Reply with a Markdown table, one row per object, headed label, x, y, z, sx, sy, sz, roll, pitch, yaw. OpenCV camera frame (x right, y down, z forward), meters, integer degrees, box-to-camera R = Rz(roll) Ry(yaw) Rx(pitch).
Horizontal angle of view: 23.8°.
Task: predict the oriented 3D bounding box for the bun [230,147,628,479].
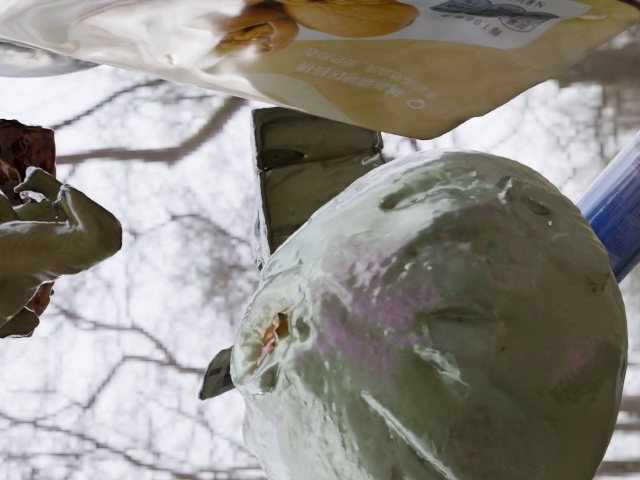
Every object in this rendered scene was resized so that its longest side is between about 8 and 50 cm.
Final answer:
| label | x | y | z | sx | sy | sz | roll | pitch | yaw |
| --- | --- | --- | --- | --- | --- | --- | --- | --- | --- |
| bun | 0.042 | 0.073 | 0.972 | 0.187 | 0.293 | 0.293 | 13 | -104 | -43 |

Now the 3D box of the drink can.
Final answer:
| label | x | y | z | sx | sy | sz | roll | pitch | yaw |
| --- | --- | --- | --- | --- | --- | --- | --- | --- | --- |
| drink can | 0.313 | -0.026 | 1.575 | 0.097 | 0.235 | 0.097 | 33 | -159 | -15 |

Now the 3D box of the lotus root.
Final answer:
| label | x | y | z | sx | sy | sz | roll | pitch | yaw |
| --- | --- | --- | --- | --- | --- | --- | --- | --- | --- |
| lotus root | 0.000 | 0.000 | 1.360 | 0.138 | 0.119 | 0.235 | 122 | 143 | -78 |

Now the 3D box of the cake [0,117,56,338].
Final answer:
| label | x | y | z | sx | sy | sz | roll | pitch | yaw |
| --- | --- | --- | --- | --- | --- | --- | --- | --- | --- |
| cake | -0.330 | -0.024 | 1.256 | 0.198 | 0.293 | 0.196 | 5 | -90 | -53 |

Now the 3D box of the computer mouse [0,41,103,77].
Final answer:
| label | x | y | z | sx | sy | sz | roll | pitch | yaw |
| --- | --- | --- | --- | --- | --- | --- | --- | --- | --- |
| computer mouse | -0.302 | -0.212 | 1.382 | 0.183 | 0.323 | 0.116 | 83 | -170 | -77 |

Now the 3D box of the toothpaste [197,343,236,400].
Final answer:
| label | x | y | z | sx | sy | sz | roll | pitch | yaw |
| --- | --- | --- | --- | --- | --- | --- | --- | --- | --- |
| toothpaste | -0.024 | 0.091 | 1.465 | 0.255 | 0.037 | 0.067 | -22 | -35 | -48 |

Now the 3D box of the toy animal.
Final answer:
| label | x | y | z | sx | sy | sz | roll | pitch | yaw |
| --- | --- | --- | --- | --- | --- | --- | --- | --- | --- |
| toy animal | -0.207 | -0.028 | 0.735 | 0.101 | 0.218 | 0.103 | -54 | 3 | -5 |

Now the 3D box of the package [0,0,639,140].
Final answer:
| label | x | y | z | sx | sy | sz | roll | pitch | yaw |
| --- | --- | --- | --- | --- | --- | --- | --- | --- | --- |
| package | -0.018 | -0.177 | 0.785 | 0.311 | 0.221 | 0.165 | 10 | -110 | -30 |
